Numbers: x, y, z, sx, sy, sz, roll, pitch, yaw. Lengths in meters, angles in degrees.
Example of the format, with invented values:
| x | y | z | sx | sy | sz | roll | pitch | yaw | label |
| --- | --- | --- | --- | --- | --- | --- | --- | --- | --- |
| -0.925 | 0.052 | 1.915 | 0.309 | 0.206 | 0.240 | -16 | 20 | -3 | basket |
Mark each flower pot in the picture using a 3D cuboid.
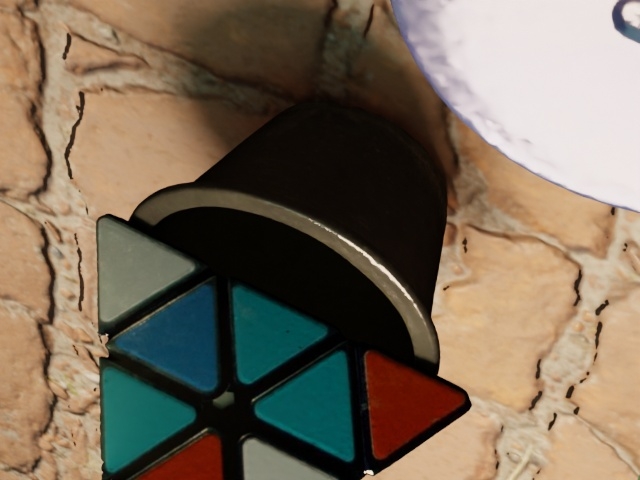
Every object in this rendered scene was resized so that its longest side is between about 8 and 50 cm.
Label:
| x | y | z | sx | sy | sz | roll | pitch | yaw | label |
| --- | --- | --- | --- | --- | --- | --- | --- | --- | --- |
| 0.000 | 0.000 | 1.134 | 0.235 | 0.148 | 0.235 | 20 | 144 | 15 | flower pot |

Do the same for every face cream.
| x | y | z | sx | sy | sz | roll | pitch | yaw | label |
| --- | --- | --- | --- | --- | --- | --- | --- | --- | --- |
| 0.183 | -0.171 | 0.767 | 0.249 | 0.225 | 0.249 | 19 | 142 | 16 | face cream |

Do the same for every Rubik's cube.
| x | y | z | sx | sy | sz | roll | pitch | yaw | label |
| --- | --- | --- | --- | --- | --- | --- | --- | --- | --- |
| -0.061 | 0.070 | 1.078 | 0.250 | 0.284 | 0.234 | -27 | 96 | 22 | Rubik's cube |

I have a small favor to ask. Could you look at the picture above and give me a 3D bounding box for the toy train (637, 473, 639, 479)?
| x | y | z | sx | sy | sz | roll | pitch | yaw | label |
| --- | --- | --- | --- | --- | --- | --- | --- | --- | --- |
| 0.248 | 0.315 | 1.133 | 0.150 | 0.369 | 0.237 | 20 | 144 | 15 | toy train |
